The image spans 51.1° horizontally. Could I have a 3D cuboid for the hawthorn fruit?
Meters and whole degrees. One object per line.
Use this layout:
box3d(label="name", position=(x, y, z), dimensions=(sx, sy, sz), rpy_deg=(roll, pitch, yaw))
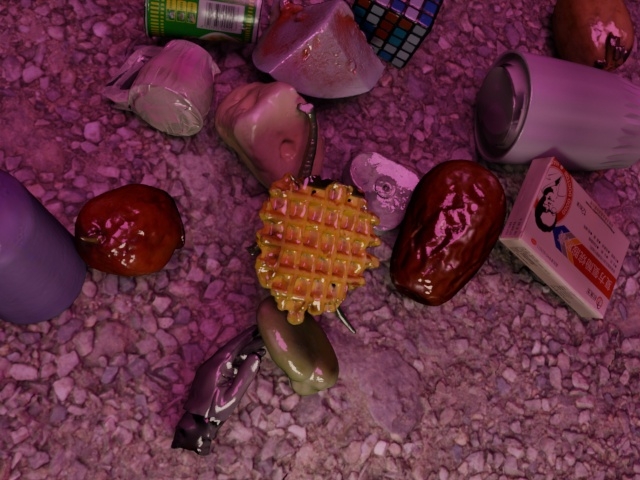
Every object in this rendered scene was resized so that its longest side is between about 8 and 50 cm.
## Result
box3d(label="hawthorn fruit", position=(-0.374, -0.012, 1.279), dimensions=(0.189, 0.251, 0.190), rpy_deg=(3, 104, 13))

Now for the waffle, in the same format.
box3d(label="waffle", position=(0.002, 0.001, 1.305), dimensions=(0.311, 0.060, 0.307), rpy_deg=(-31, 118, -36))

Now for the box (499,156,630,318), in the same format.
box3d(label="box", position=(0.560, 0.000, 1.514), dimensions=(0.353, 0.069, 0.214), rpy_deg=(37, 70, -27))

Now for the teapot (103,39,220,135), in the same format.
box3d(label="teapot", position=(-0.321, -0.327, 1.427), dimensions=(0.163, 0.221, 0.178), rpy_deg=(45, 54, -41))

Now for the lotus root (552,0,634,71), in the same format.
box3d(label="lotus root", position=(0.677, -0.558, 1.690), dimensions=(0.182, 0.183, 0.310), rpy_deg=(-7, 76, -15))

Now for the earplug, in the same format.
box3d(label="earplug", position=(-0.536, 0.007, 1.119), dimensions=(0.215, 0.456, 0.215), rpy_deg=(3, 75, -10))

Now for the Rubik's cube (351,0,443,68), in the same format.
box3d(label="Rubik's cube", position=(0.176, -0.551, 1.558), dimensions=(0.182, 0.187, 0.184), rpy_deg=(27, 71, -6))

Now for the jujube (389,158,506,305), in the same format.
box3d(label="jujube", position=(0.271, -0.019, 1.439), dimensions=(0.223, 0.223, 0.318), rpy_deg=(31, 79, -5))

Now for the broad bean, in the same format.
box3d(label="broad bean", position=(-0.043, 0.208, 1.352), dimensions=(0.100, 0.169, 0.228), rpy_deg=(-26, 118, 21))

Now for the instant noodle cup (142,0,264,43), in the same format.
box3d(label="instant noodle cup", position=(-0.235, -0.506, 1.402), dimensions=(0.232, 0.207, 0.207), rpy_deg=(9, 75, -7))

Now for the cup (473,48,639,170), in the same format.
box3d(label="cup", position=(0.559, -0.286, 1.558), dimensions=(0.371, 0.253, 0.254), rpy_deg=(7, 76, -15))

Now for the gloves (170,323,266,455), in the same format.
box3d(label="gloves", position=(-0.191, 0.289, 1.308), dimensions=(0.119, 0.142, 0.286), rpy_deg=(45, 68, -30))

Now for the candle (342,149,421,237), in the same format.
box3d(label="candle", position=(0.144, -0.111, 1.510), dimensions=(0.168, 0.068, 0.192), rpy_deg=(-16, 85, -18))

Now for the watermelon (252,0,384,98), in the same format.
box3d(label="watermelon", position=(-0.028, -0.430, 1.440), dimensions=(0.320, 0.214, 0.289), rpy_deg=(44, 46, 11))

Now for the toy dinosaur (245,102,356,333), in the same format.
box3d(label="toy dinosaur", position=(0.006, -0.028, 1.384), dimensions=(0.301, 0.087, 0.447), rpy_deg=(-45, 113, -2))

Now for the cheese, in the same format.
box3d(label="cheese", position=(-0.104, -0.220, 1.429), dimensions=(0.173, 0.251, 0.248), rpy_deg=(-45, 125, -12))
